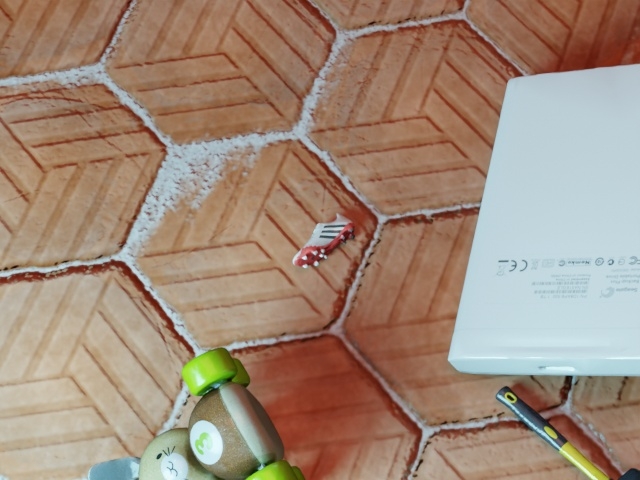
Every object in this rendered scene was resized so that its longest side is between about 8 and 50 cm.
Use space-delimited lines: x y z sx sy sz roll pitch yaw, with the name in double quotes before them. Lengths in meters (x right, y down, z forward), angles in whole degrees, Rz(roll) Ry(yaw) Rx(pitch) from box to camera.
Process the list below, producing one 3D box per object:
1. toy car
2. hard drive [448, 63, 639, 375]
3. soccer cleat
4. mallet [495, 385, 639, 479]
"toy car" -0.132 0.223 1.487 0.188 0.149 0.155 -30 75 0
"hard drive" 0.277 -0.026 1.590 0.233 0.047 0.353 -3 60 32
"soccer cleat" 0.000 0.000 1.651 0.083 0.029 0.035 -34 57 -18
"mallet" 0.259 0.208 1.528 0.062 0.039 0.190 -34 62 -13
